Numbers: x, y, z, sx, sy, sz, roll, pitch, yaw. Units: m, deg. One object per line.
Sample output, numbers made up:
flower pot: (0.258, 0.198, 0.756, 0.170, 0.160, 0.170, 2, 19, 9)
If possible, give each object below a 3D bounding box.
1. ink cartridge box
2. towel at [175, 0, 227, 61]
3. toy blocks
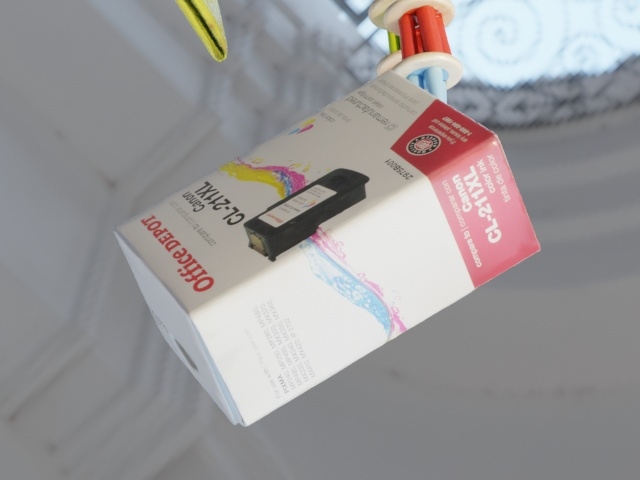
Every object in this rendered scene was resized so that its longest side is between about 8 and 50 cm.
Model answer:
ink cartridge box: (0.000, 0.000, 0.917, 0.175, 0.072, 0.127, -30, -150, -11)
towel: (-0.090, -0.213, 1.056, 0.021, 0.102, 0.237, -24, -135, 11)
toy blocks: (0.071, -0.127, 1.330, 0.123, 0.054, 0.148, 97, -11, -64)
